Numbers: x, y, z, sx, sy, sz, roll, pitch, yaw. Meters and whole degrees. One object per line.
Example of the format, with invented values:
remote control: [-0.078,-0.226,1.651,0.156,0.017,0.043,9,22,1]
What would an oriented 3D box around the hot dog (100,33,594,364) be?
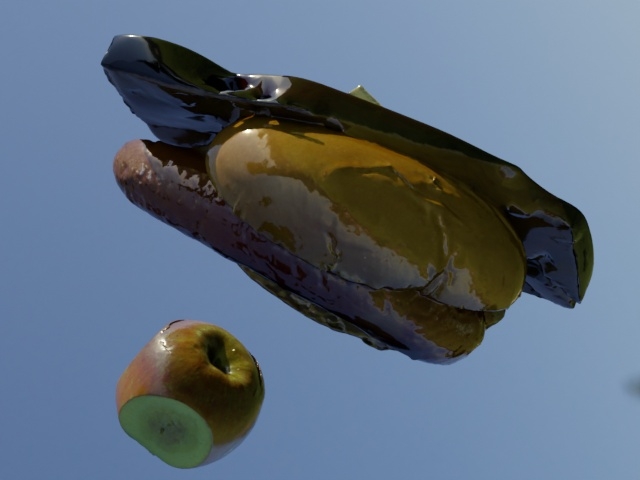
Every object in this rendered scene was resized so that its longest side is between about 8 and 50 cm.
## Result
hot dog: [0.002,-0.002,0.932,0.194,0.326,0.107,76,-146,-59]

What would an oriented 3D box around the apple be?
apple: [-0.141,0.172,1.575,0.146,0.147,0.163,43,-157,0]

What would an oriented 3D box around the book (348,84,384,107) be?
book: [0.070,-0.026,1.544,0.025,0.269,0.191,-38,-103,-26]
